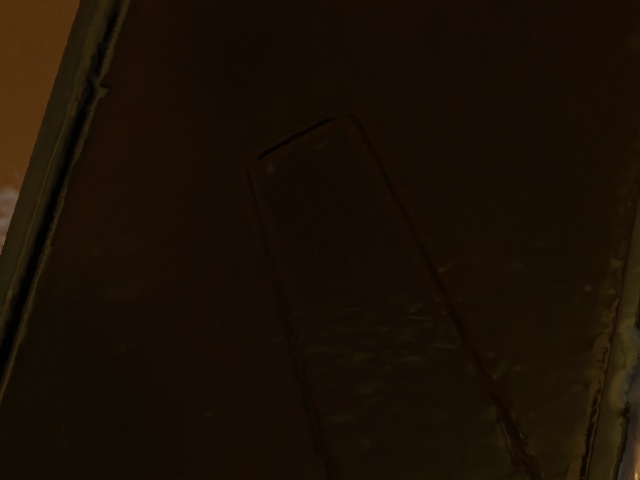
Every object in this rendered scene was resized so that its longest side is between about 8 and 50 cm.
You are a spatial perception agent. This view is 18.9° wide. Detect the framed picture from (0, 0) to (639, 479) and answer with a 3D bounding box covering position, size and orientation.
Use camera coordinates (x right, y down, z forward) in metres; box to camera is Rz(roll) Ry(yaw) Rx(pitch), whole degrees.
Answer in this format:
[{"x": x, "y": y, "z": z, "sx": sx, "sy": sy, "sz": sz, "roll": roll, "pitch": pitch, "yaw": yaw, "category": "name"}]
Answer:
[{"x": 0.000, "y": 0.000, "z": 0.597, "sx": 0.232, "sy": 0.024, "sz": 0.315, "roll": 2, "pitch": -117, "yaw": 27, "category": "framed picture"}]
